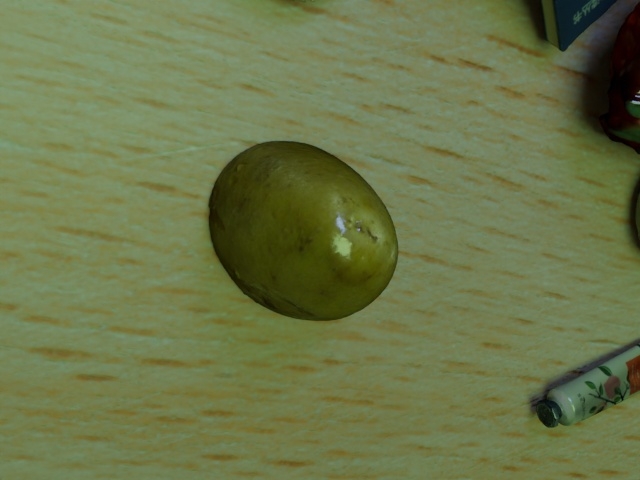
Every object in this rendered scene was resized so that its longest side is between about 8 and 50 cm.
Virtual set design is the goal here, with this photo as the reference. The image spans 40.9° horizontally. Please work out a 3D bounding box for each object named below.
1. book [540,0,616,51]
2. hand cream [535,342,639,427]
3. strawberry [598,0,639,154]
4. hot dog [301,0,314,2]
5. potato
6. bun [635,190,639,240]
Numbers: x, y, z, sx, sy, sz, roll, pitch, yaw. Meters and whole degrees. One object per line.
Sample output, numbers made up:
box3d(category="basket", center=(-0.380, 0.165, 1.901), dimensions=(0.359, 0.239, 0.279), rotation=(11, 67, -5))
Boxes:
box3d(category="book", center=(0.297, -0.428, 0.826), dimensions=(0.300, 0.039, 0.428), rotation=(-45, 143, -10))
box3d(category="hand cream", center=(0.382, 0.186, 1.126), dimensions=(0.234, 0.050, 0.080), rotation=(-19, 106, -25))
box3d(category="strawberry", center=(0.484, -0.221, 0.934), dimensions=(0.291, 0.292, 0.310), rotation=(22, 90, -26))
box3d(category="hot dog", center=(-0.053, -0.323, 0.792), dimensions=(0.252, 0.069, 0.131), rotation=(33, 90, -25))
box3d(category="potato", center=(0.000, 0.000, 0.854), dimensions=(0.178, 0.158, 0.203), rotation=(-25, 108, -17))
box3d(category="bun", center=(0.491, -0.041, 1.080), dimensions=(0.183, 0.102, 0.183), rotation=(-7, 108, -23))
